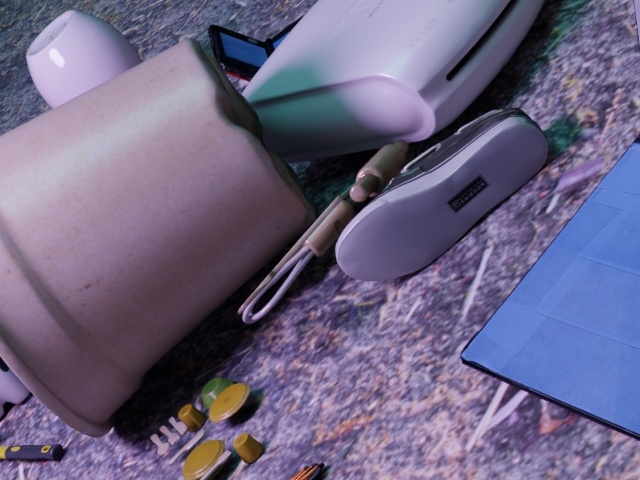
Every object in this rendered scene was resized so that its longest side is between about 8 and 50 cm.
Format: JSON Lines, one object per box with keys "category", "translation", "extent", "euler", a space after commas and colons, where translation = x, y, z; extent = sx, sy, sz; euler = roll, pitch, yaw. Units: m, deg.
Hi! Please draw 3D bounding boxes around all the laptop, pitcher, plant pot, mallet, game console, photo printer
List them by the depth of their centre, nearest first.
{"category": "laptop", "translation": [0.263, -0.093, 1.365], "extent": [0.236, 0.408, 0.382], "euler": [-16, 16, -23]}
{"category": "plant pot", "translation": [-0.185, -0.026, 1.848], "extent": [0.305, 0.334, 0.334], "euler": [-34, 26, 4]}
{"category": "photo printer", "translation": [0.082, -0.201, 1.921], "extent": [0.307, 0.107, 0.256], "euler": [-6, 39, 53]}
{"category": "mallet", "translation": [-0.341, 0.234, 1.993], "extent": [0.190, 0.039, 0.062], "euler": [0, 48, 51]}
{"category": "game console", "translation": [-0.061, -0.246, 2.254], "extent": [0.144, 0.124, 0.085], "euler": [-108, 39, -63]}
{"category": "pitcher", "translation": [-0.271, -0.191, 2.336], "extent": [0.125, 0.207, 0.178], "euler": [-45, 24, -2]}

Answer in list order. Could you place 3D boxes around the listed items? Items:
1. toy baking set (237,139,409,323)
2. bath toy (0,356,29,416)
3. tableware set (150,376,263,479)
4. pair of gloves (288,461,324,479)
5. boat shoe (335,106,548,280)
{"category": "toy baking set", "translation": [0.005, -0.005, 1.769], "extent": [0.197, 0.030, 0.256], "euler": [-49, 0, 21]}
{"category": "bath toy", "translation": [-0.447, 0.166, 2.142], "extent": [0.348, 0.129, 0.151], "euler": [-39, 23, 13]}
{"category": "tableware set", "translation": [-0.096, 0.177, 1.725], "extent": [0.104, 0.024, 0.154], "euler": [-44, 24, -8]}
{"category": "pair of gloves", "translation": [-0.016, 0.221, 1.548], "extent": [0.074, 0.010, 0.083], "euler": [-43, 28, 0]}
{"category": "boat shoe", "translation": [0.107, -0.042, 1.701], "extent": [0.219, 0.078, 0.070], "euler": [-33, 27, 4]}
